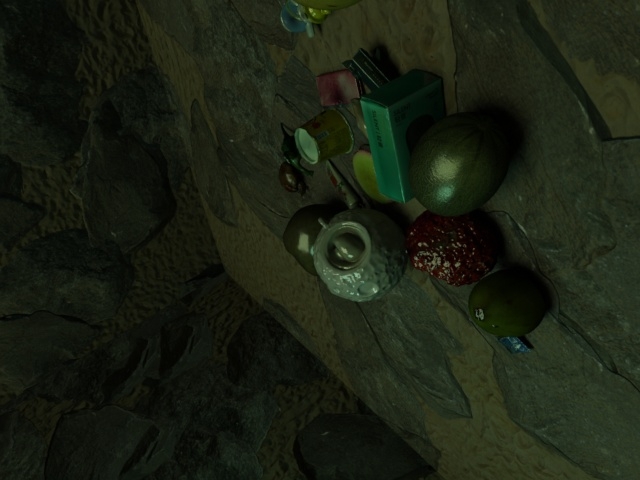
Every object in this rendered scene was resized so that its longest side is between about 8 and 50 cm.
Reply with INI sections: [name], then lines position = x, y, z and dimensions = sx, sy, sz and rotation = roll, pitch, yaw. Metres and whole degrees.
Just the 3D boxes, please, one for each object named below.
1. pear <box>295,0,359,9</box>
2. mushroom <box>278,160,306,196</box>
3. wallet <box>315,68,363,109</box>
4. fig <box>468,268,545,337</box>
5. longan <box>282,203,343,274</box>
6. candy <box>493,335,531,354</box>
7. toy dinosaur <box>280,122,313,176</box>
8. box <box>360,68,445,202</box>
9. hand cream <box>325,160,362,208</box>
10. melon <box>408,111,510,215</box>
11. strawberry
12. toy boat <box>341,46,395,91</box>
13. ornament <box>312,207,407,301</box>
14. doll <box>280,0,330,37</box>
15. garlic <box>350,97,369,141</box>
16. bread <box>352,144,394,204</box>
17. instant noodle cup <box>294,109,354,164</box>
[pear]
position = 0.019, -0.727, 1.491
dimensions = 0.348, 0.348, 0.348
rotation = 44, 153, 30
[mushroom]
position = -0.125, -0.255, 2.650
dimensions = 0.170, 0.080, 0.135
rotation = 54, 166, 18
[wallet]
position = 0.062, -0.494, 2.040
dimensions = 0.232, 0.025, 0.119
rotation = 13, 120, 58
[fig]
position = 0.511, 0.190, 1.758
dimensions = 0.203, 0.225, 0.202
rotation = 21, 120, 42
[longan]
position = 0.000, 0.000, 2.497
dimensions = 0.288, 0.288, 0.350
rotation = 41, 163, 34
[candy]
position = 0.606, 0.328, 1.982
dimensions = 0.088, 0.038, 0.136
rotation = 43, 163, 2
[toy dinosaur]
position = -0.134, -0.358, 2.325
dimensions = 0.301, 0.087, 0.447
rotation = 25, -158, -48
[box]
position = 0.245, -0.285, 1.727
dimensions = 0.118, 0.205, 0.311
rotation = 28, 142, 46
[hand cream]
position = 0.081, -0.205, 2.357
dimensions = 0.234, 0.050, 0.080
rotation = 56, 161, 21
[melon]
position = 0.352, -0.196, 1.587
dimensions = 0.237, 0.238, 0.301
rotation = 52, 151, 14
[strawberry]
position = 0.371, 0.023, 1.839
dimensions = 0.274, 0.220, 0.274
rotation = 47, 153, 33
[toy boat]
position = 0.182, -0.458, 1.796
dimensions = 0.246, 0.103, 0.093
rotation = 46, -179, -3
[ornament]
position = 0.147, 0.050, 2.192
dimensions = 0.337, 0.337, 0.337
rotation = 44, 153, 30
[doll]
position = -0.048, -0.704, 1.926
dimensions = 0.241, 0.099, 0.135
rotation = 11, 106, 58
[garlic]
position = 0.197, -0.303, 1.916
dimensions = 0.318, 0.112, 0.143
rotation = 62, 180, -26
[bread]
position = 0.183, -0.223, 2.139
dimensions = 0.228, 0.034, 0.228
rotation = 44, 151, 32
[instant noodle cup]
position = 0.005, -0.359, 2.183
dimensions = 0.182, 0.144, 0.182
rotation = 44, 153, 30
